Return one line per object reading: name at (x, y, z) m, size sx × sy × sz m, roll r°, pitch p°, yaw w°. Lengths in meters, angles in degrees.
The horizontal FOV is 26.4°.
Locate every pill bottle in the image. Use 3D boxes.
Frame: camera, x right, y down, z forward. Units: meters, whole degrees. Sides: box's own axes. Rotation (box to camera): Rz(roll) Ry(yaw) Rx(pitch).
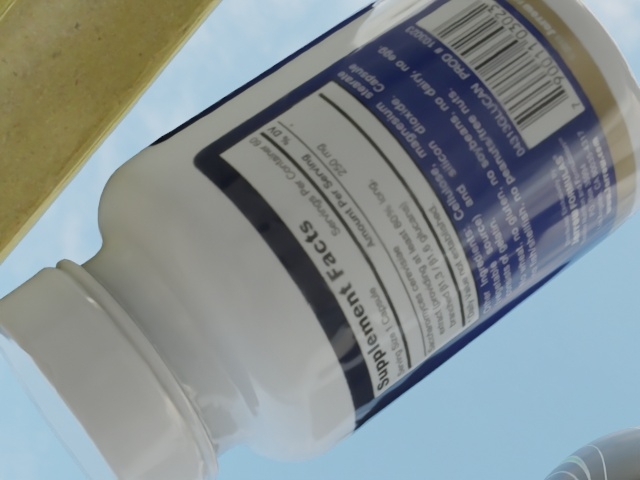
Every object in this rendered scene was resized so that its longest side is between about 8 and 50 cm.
pill bottle at (0.000, 0.000, 0.369) m, size 0.169 × 0.094 × 0.094 m, roll -35°, pitch -120°, yaw -18°

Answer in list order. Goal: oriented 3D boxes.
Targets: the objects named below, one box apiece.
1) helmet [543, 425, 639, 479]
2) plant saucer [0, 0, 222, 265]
helmet at (0.167, 0.174, 0.676) m, size 0.169 × 0.161 × 0.169 m, roll 2°, pitch -77°, yaw 9°
plant saucer at (-0.156, -0.058, 0.451) m, size 0.081 × 0.333 × 0.333 m, roll 41°, pitch -87°, yaw 5°
